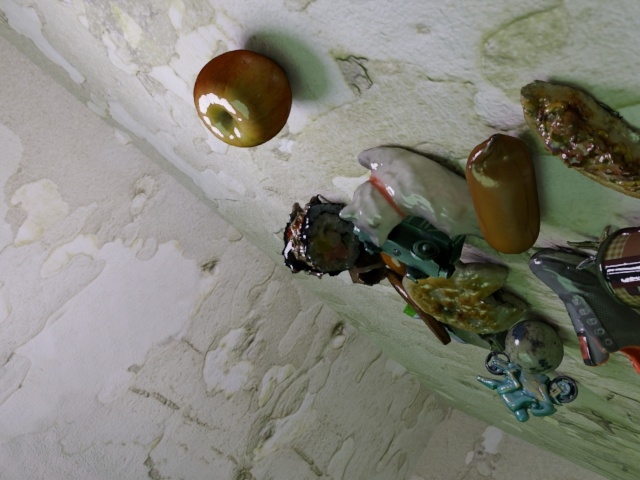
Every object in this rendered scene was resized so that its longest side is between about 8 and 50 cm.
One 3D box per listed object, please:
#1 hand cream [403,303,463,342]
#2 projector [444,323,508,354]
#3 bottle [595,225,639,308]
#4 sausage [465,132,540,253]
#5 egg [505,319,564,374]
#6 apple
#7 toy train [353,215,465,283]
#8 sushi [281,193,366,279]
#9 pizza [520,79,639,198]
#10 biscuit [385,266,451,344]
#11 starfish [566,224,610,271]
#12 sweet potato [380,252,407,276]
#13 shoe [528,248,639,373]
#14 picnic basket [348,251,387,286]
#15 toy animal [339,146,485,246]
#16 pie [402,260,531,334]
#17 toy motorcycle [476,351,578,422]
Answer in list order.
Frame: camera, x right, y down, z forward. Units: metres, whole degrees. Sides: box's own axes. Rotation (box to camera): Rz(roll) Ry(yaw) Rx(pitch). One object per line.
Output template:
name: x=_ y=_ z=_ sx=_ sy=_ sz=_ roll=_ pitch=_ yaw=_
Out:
hand cream: x=0.441 y=0.321 z=2.062 sx=0.275 sy=0.050 sz=0.079 roll=32 pitch=-167 yaw=-4
projector: x=0.452 y=0.246 z=1.702 sx=0.193 sy=0.088 sz=0.269 roll=11 pitch=152 yaw=51
bottle: x=0.534 y=0.034 z=0.765 sx=0.156 sy=0.143 sz=0.271 roll=37 pitch=164 yaw=-8
sausage: x=0.313 y=-0.089 z=0.939 sx=0.112 sy=0.112 sz=0.328 roll=24 pitch=161 yaw=36
egg: x=0.575 y=0.288 z=1.461 sx=0.182 sy=0.141 sz=0.141 roll=33 pitch=169 yaw=-35
apple: x=-0.160 y=-0.309 z=1.173 sx=0.235 sy=0.173 sz=0.210 roll=6 pitch=144 yaw=45
toy train: x=0.211 y=-0.006 z=1.295 sx=0.269 sy=0.154 sz=0.115 roll=28 pitch=142 yaw=28
sushi: x=-0.003 y=0.001 z=1.664 sx=0.225 sy=0.238 sz=0.219 roll=34 pitch=151 yaw=-23
pizza: x=0.373 y=-0.132 z=0.764 sx=0.246 sy=0.058 sz=0.127 roll=37 pitch=165 yaw=-16
biscuit: x=0.318 y=0.213 z=1.796 sx=0.318 sy=0.040 sz=0.318 roll=49 pitch=-178 yaw=-2
starfish: x=0.517 y=0.035 z=0.984 sx=0.130 sy=0.041 sz=0.133 roll=48 pitch=163 yaw=1
sweet potato: x=0.230 y=0.039 z=1.512 sx=0.359 sy=0.112 sz=0.112 roll=39 pitch=165 yaw=-19
shoe: x=0.542 y=0.161 z=1.080 sx=0.336 sy=0.171 sz=0.132 roll=33 pitch=166 yaw=6
picnic basket: x=0.159 y=0.074 z=1.721 sx=0.178 sy=0.128 sz=0.137 roll=-4 pitch=110 yaw=60
toy animal: x=0.208 y=-0.055 z=1.150 sx=0.308 sy=0.188 sz=0.266 roll=44 pitch=155 yaw=-17
pie: x=0.373 y=0.147 z=1.442 sx=0.338 sy=0.075 sz=0.337 roll=14 pitch=147 yaw=9
toy motorcycle: x=0.658 y=0.480 z=1.772 sx=0.296 sy=0.198 sz=0.109 roll=26 pitch=167 yaw=36
